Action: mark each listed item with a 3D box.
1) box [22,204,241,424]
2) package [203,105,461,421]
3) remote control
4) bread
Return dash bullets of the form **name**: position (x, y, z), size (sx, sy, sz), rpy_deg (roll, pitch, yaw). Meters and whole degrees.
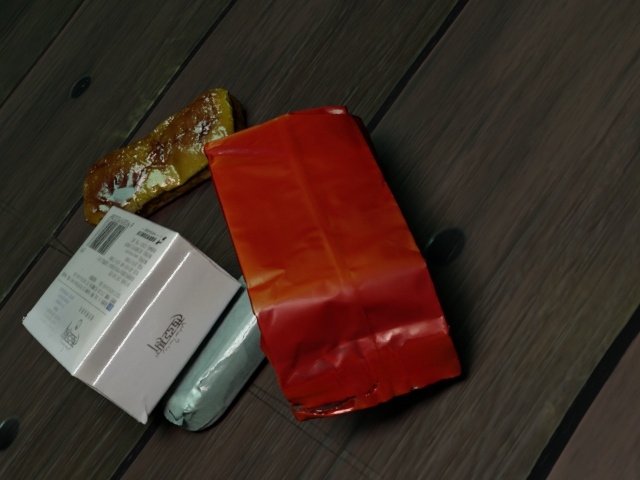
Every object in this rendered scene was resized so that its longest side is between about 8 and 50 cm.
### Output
- **box**: position (-0.242, 0.082, 1.402), size (0.203, 0.116, 0.274), rpy_deg (-54, 26, -10)
- **package**: position (0.000, 0.000, 1.236), size (0.195, 0.123, 0.424), rpy_deg (-19, 43, 0)
- **remote control**: position (-0.101, 0.115, 1.331), size (0.247, 0.052, 0.104), rpy_deg (-54, 34, -5)
- **bread**: position (-0.226, -0.109, 1.618), size (0.270, 0.077, 0.139), rpy_deg (-28, 45, 20)
